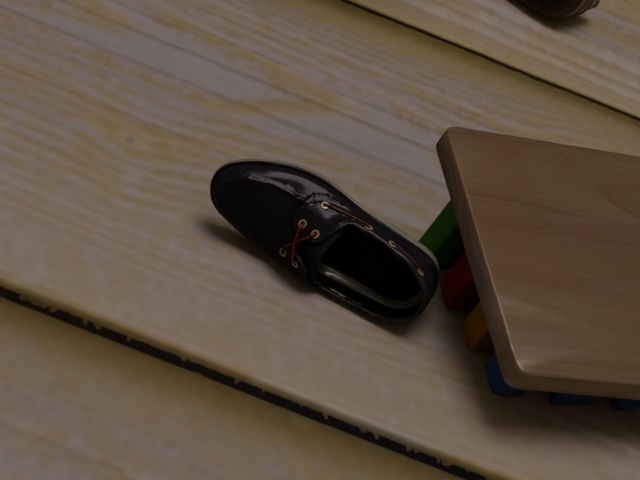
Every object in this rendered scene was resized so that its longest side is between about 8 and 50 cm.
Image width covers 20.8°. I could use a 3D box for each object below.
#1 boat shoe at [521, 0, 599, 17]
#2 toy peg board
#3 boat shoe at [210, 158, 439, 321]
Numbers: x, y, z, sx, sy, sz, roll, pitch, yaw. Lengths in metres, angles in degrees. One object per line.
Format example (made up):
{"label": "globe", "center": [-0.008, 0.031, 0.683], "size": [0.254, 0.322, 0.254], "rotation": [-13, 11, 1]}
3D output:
{"label": "boat shoe", "center": [0.145, -0.240, 1.389], "size": [0.190, 0.068, 0.072], "rotation": [49, 25, 21]}
{"label": "toy peg board", "center": [0.138, 0.033, 0.948], "size": [0.161, 0.079, 0.161], "rotation": [7, 50, -25]}
{"label": "boat shoe", "center": [0.001, -0.002, 0.914], "size": [0.133, 0.049, 0.042], "rotation": [29, 22, 0]}
